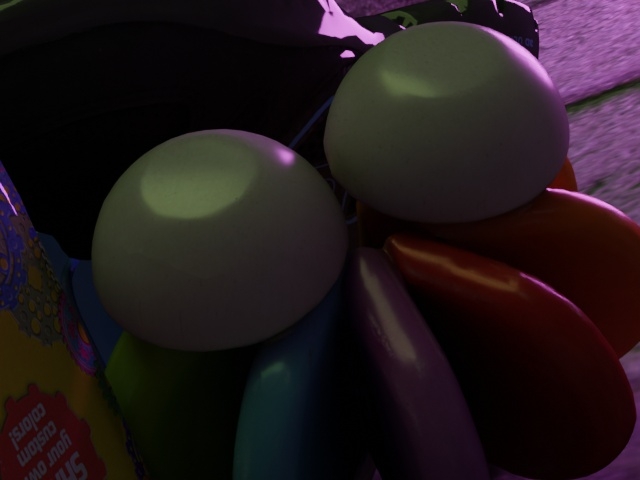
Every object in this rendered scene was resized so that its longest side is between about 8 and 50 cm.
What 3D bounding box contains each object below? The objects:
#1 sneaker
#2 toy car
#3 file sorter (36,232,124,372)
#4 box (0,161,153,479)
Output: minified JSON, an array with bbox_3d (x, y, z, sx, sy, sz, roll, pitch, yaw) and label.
[{"bbox_3d":[-0.023,-0.024,0.525,0.341,0.139,0.125,-6,-5,-41],"label":"sneaker"},{"bbox_3d":[0.025,0.036,0.435,0.182,0.159,0.136,-27,49,-16],"label":"toy car"},{"bbox_3d":[-0.147,0.080,0.574,0.170,0.118,0.104,-23,16,4],"label":"file sorter"},{"bbox_3d":[-0.215,0.134,0.321,0.279,0.177,0.290,-18,13,20],"label":"box"}]
